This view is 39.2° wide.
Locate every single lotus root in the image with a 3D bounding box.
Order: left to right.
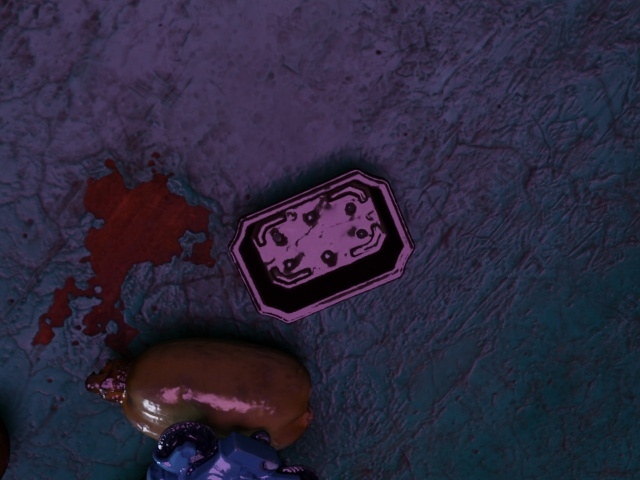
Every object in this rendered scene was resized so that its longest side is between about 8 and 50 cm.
[{"bbox_3d":[-0.174,0.225,1.338,0.342,0.151,0.169,8,121,-6],"label":"lotus root"}]

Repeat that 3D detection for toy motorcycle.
[{"bbox_3d":[-0.133,0.353,1.270,0.272,0.124,0.182,28,113,-26],"label":"toy motorcycle"}]

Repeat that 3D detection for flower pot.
[{"bbox_3d":[0.000,0.000,1.320,0.250,0.084,0.179,-23,107,3],"label":"flower pot"}]

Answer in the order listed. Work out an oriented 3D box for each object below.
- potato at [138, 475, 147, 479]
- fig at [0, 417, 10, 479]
[{"bbox_3d":[-0.225,0.456,1.400,0.369,0.176,0.195,-37,80,3],"label":"potato"},{"bbox_3d":[-0.549,0.340,1.347,0.175,0.175,0.207,-2,121,-4],"label":"fig"}]
